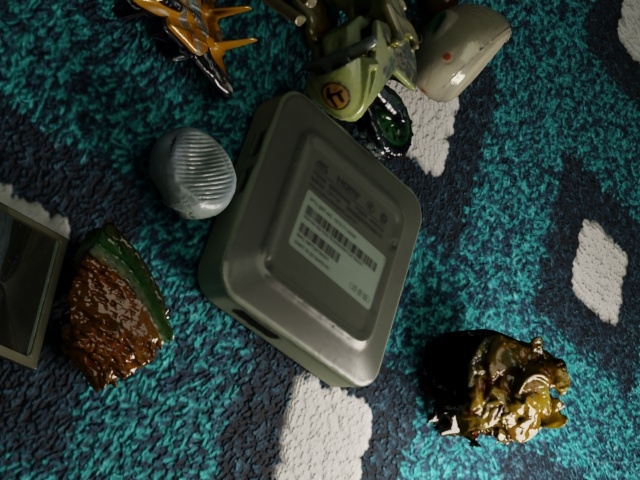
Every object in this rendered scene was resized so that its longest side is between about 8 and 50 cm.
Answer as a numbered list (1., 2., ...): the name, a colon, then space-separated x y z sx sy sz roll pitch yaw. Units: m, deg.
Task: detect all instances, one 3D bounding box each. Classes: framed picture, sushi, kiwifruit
1. framed picture: -0.429 0.030 1.448 0.260 0.023 0.189 33 57 -42
2. sushi: 0.304 0.255 2.069 0.213 0.204 0.200 -3 90 -42
3. kiwifruit: 0.220 -0.470 2.212 0.075 0.075 0.124 -3 88 -47

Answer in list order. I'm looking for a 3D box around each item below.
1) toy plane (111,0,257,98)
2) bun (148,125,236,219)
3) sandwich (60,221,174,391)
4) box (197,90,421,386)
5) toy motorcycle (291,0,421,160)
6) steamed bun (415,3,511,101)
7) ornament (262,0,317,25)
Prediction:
1. toy plane: -0.209 -0.313 1.680 0.316 0.103 0.204 -2 81 -63
2. bun: -0.191 -0.093 1.700 0.141 0.083 0.141 24 56 -41
3. sandwich: -0.285 0.085 1.559 0.160 0.109 0.185 -39 114 -22
4. box: 0.000 0.000 1.878 0.367 0.090 0.373 39 57 -36
5. toy motorcycle: 0.053 -0.337 1.938 0.237 0.168 0.410 17 60 -58
6. steamed bun: 0.239 -0.346 2.141 0.131 0.177 0.228 43 46 4
7. ornament: -0.152 -0.419 1.747 0.061 0.245 0.230 -57 152 15
